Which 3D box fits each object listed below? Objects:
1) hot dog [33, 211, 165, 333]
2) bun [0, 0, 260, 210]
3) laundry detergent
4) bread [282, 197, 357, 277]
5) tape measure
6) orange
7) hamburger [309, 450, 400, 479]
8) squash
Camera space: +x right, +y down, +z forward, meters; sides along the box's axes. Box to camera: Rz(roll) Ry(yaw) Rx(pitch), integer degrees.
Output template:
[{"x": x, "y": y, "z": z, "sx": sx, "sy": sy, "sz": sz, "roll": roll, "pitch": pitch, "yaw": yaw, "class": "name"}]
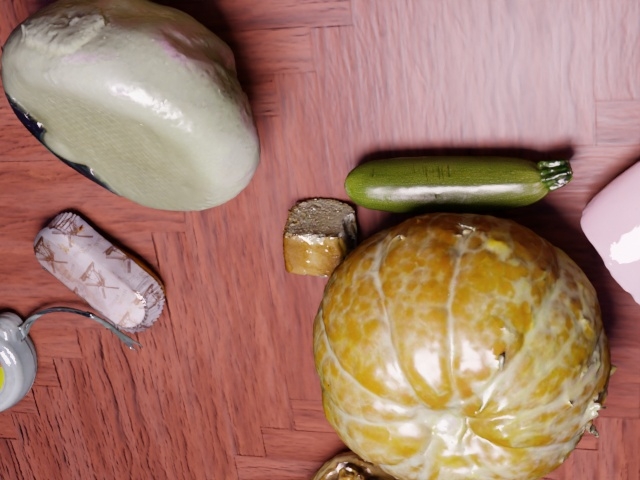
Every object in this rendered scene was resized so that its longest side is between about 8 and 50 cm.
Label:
[{"x": -0.286, "y": 0.042, "z": 1.291, "sx": 0.191, "sy": 0.059, "sz": 0.108, "roll": 38, "pitch": 118, "yaw": 0, "class": "hot dog"}, {"x": -0.186, "y": -0.168, "z": 1.077, "sx": 0.293, "sy": 0.187, "sz": 0.293, "roll": 19, "pitch": 159, "yaw": 7, "class": "bun"}, {"x": 0.434, "y": -0.064, "z": 0.992, "sx": 0.335, "sy": 0.088, "sz": 0.159, "roll": -37, "pitch": 100, "yaw": 28, "class": "laundry detergent"}, {"x": 0.001, "y": 0.000, "z": 1.171, "sx": 0.083, "sy": 0.076, "sz": 0.070, "roll": 6, "pitch": 129, "yaw": 15, "class": "bread"}, {"x": -0.392, "y": 0.163, "z": 1.383, "sx": 0.331, "sy": 0.084, "sz": 0.164, "roll": -1, "pitch": 115, "yaw": 7, "class": "tape measure"}, {"x": 0.147, "y": 0.126, "z": 1.082, "sx": 0.329, "sy": 0.249, "sz": 0.329, "roll": 5, "pitch": 119, "yaw": 9, "class": "orange"}, {"x": 0.086, "y": 0.426, "z": 1.305, "sx": 0.319, "sy": 0.158, "sz": 0.318, "roll": 7, "pitch": 117, "yaw": 15, "class": "hamburger"}, {"x": 0.149, "y": -0.061, "z": 1.094, "sx": 0.252, "sy": 0.066, "sz": 0.066, "roll": 1, "pitch": 116, "yaw": 18, "class": "squash"}]
